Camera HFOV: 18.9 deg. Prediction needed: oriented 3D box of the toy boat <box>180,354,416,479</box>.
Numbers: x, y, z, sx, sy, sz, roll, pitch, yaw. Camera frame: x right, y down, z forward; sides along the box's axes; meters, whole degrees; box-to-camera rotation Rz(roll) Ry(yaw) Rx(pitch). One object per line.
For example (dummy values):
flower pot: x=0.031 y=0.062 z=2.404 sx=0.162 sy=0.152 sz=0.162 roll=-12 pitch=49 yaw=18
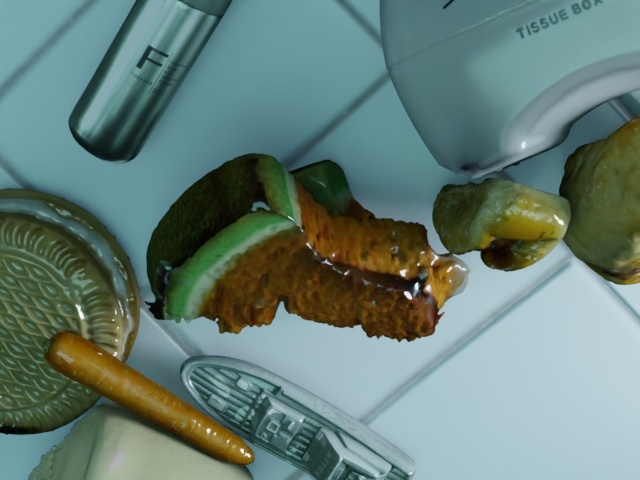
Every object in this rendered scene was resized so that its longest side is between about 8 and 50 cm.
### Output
toy boat: x=-0.027 y=0.191 z=1.947 sx=0.260 sy=0.085 sz=0.078 roll=30 pitch=113 yaw=-1

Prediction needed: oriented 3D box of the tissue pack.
tissue pack: x=0.219 y=-0.212 z=1.676 sx=0.333 sy=0.229 sz=0.236 roll=-22 pitch=88 yaw=15

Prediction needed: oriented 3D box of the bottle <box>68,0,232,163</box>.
bottle: x=-0.147 y=-0.189 z=1.838 sx=0.096 sy=0.079 sz=0.253 roll=16 pitch=117 yaw=-34

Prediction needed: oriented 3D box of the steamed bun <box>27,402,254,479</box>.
steamed bun: x=-0.178 y=0.267 z=1.977 sx=0.225 sy=0.170 sz=0.200 roll=23 pitch=149 yaw=-22

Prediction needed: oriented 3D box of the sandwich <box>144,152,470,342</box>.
sandwich: x=0.000 y=0.000 z=1.844 sx=0.301 sy=0.162 sz=0.250 roll=17 pitch=149 yaw=-14

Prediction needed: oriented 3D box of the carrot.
carrot: x=-0.170 y=0.161 z=1.919 sx=0.248 sy=0.043 sz=0.043 roll=33 pitch=112 yaw=-15

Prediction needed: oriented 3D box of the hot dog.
hot dog: x=0.158 y=-0.013 z=1.757 sx=0.084 sy=0.242 sz=0.073 roll=21 pitch=87 yaw=-10

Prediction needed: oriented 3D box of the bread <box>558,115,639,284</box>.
bread: x=0.318 y=-0.047 z=1.735 sx=0.244 sy=0.244 sz=0.134 roll=-18 pitch=80 yaw=16

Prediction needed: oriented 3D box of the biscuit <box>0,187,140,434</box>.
biscuit: x=-0.308 y=0.075 z=1.959 sx=0.259 sy=0.079 sz=0.259 roll=3 pitch=110 yaw=8
